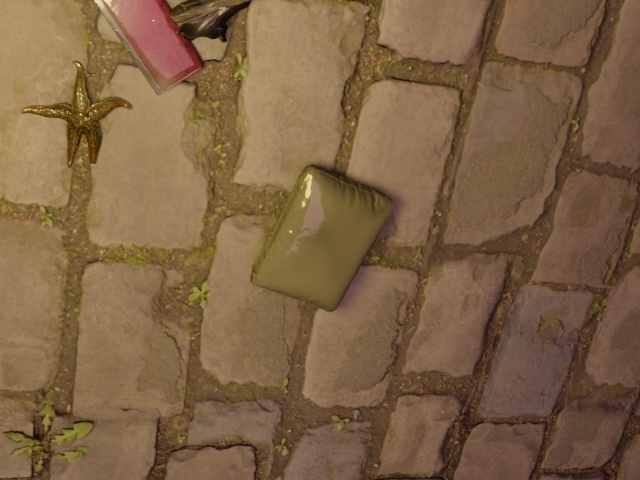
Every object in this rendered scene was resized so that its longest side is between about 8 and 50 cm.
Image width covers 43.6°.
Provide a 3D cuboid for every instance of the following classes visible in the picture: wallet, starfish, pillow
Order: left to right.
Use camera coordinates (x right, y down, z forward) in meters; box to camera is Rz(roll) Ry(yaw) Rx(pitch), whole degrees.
[{"bbox_3d":[-0.500,-0.254,1.644,0.216,0.050,0.223,0,111,-8],"label":"starfish"},{"bbox_3d":[-0.343,-0.419,1.612,0.119,0.025,0.232,-31,120,1],"label":"wallet"},{"bbox_3d":[0.000,0.000,1.865,0.255,0.120,0.322,20,106,-26],"label":"pillow"}]

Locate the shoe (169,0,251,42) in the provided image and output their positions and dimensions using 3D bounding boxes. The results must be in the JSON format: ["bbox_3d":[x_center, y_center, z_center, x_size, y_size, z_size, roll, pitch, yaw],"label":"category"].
[{"bbox_3d":[-0.213,-0.445,1.616,0.169,0.071,0.099,-21,127,-7],"label":"shoe"}]
